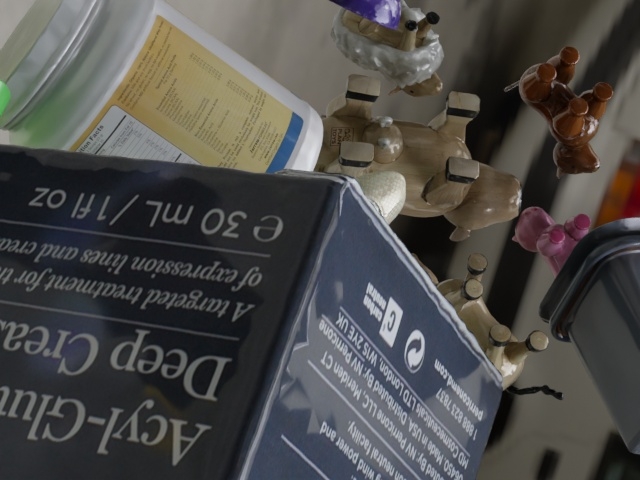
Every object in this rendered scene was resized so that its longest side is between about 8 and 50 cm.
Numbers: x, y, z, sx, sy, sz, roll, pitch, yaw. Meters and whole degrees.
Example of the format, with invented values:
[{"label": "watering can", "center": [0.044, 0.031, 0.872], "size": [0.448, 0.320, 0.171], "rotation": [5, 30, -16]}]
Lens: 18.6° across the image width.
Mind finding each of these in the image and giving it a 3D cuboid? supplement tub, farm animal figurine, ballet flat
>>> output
[{"label": "supplement tub", "center": [-0.115, -0.079, 1.301], "size": [0.144, 0.200, 0.144], "rotation": [-48, -161, 22]}, {"label": "farm animal figurine", "center": [0.115, -0.037, 1.830], "size": [0.172, 0.327, 0.330], "rotation": [121, -7, -63]}, {"label": "ballet flat", "center": [0.000, 0.000, 1.573], "size": [0.057, 0.168, 0.052], "rotation": [63, -1, -27]}]

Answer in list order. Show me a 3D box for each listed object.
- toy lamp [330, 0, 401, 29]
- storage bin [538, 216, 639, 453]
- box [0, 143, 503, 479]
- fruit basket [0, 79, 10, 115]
[{"label": "toy lamp", "center": [0.085, -0.290, 1.418], "size": [0.274, 0.080, 0.080], "rotation": [-63, 170, 10]}, {"label": "storage bin", "center": [0.189, 0.044, 0.930], "size": [0.098, 0.135, 0.091], "rotation": [114, -35, -46]}, {"label": "box", "center": [-0.136, 0.173, 0.847], "size": [0.212, 0.293, 0.395], "rotation": [49, 54, -53]}, {"label": "fruit basket", "center": [-0.369, -0.102, 1.185], "size": [0.283, 0.392, 0.392], "rotation": [29, 76, -42]}]
